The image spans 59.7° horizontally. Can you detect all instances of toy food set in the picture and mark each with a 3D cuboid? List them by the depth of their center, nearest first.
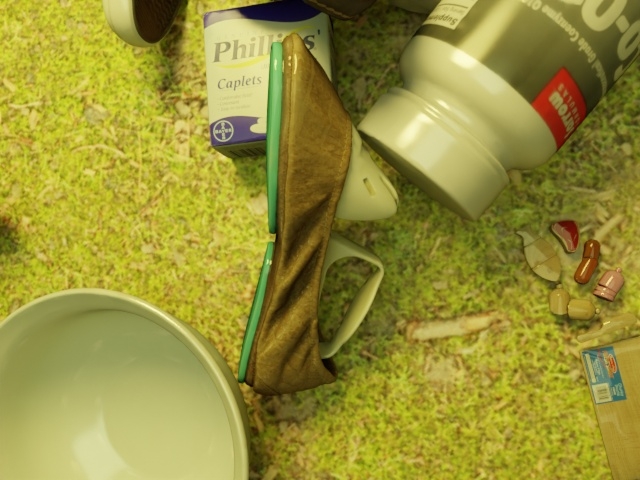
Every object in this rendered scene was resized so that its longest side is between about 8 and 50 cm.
[{"bbox_3d":[0.247,0.032,0.538,0.078,0.019,0.122,-23,77,8],"label":"toy food set"}]

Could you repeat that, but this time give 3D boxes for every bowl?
[{"bbox_3d":[-0.186,0.188,0.543,0.297,0.134,0.298,0,91,14],"label":"bowl"}]

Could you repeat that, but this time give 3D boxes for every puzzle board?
[{"bbox_3d":[0.309,0.155,0.527,0.096,0.011,0.128,-14,85,10],"label":"puzzle board"}]

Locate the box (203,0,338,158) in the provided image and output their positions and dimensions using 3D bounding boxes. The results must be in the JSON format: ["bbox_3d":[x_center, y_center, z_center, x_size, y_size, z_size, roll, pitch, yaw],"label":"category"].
[{"bbox_3d":[-0.047,-0.161,0.567,0.126,0.072,0.137,-5,87,9],"label":"box"}]

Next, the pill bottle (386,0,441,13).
[{"bbox_3d":[0.118,-0.334,0.518,0.121,0.121,0.216,23,92,10],"label":"pill bottle"}]

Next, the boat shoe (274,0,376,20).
[{"bbox_3d":[-0.032,-0.276,0.494,0.130,0.132,0.355,-50,38,32],"label":"boat shoe"}]

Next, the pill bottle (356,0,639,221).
[{"bbox_3d":[0.173,-0.165,0.482,0.161,0.161,0.283,40,96,9],"label":"pill bottle"}]

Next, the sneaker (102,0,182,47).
[{"bbox_3d":[-0.217,-0.332,0.592,0.123,0.106,0.290,-5,76,12],"label":"sneaker"}]

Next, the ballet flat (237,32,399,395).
[{"bbox_3d":[0.000,0.000,0.500,0.124,0.116,0.342,6,113,-6],"label":"ballet flat"}]
